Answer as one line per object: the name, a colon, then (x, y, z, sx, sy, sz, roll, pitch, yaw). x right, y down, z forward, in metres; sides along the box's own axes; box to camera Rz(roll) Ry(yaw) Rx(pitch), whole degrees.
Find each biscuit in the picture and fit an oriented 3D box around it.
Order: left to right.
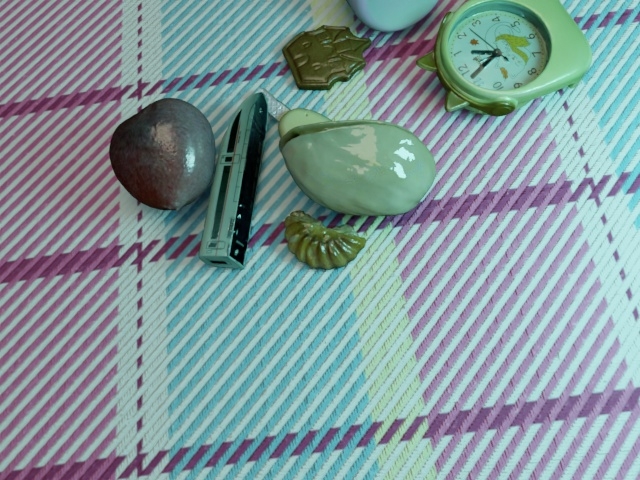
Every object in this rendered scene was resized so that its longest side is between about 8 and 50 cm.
biscuit: (0.000, 0.000, 1.297, 0.183, 0.061, 0.118, 21, 72, 13)
biscuit: (0.024, -0.458, 1.503, 0.215, 0.034, 0.182, -21, 67, -4)

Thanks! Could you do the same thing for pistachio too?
pistachio: (0.074, -0.153, 1.270, 0.331, 0.226, 0.208, 10, 47, -2)

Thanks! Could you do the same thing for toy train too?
toy train: (-0.187, -0.143, 1.350, 0.088, 0.086, 0.407, 1, 70, 19)

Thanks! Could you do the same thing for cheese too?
cheese: (-0.065, -0.277, 1.425, 0.127, 0.050, 0.255, -42, 69, -10)

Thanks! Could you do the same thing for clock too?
clock: (0.400, -0.419, 1.393, 0.348, 0.117, 0.286, -27, 75, -2)

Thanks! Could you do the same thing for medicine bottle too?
medicine bottle: (0.143, -0.682, 1.476, 0.241, 0.241, 0.302, -20, 58, -4)

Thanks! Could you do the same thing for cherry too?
cherry: (-0.330, -0.176, 1.332, 0.239, 0.206, 0.240, 1, 96, 5)
